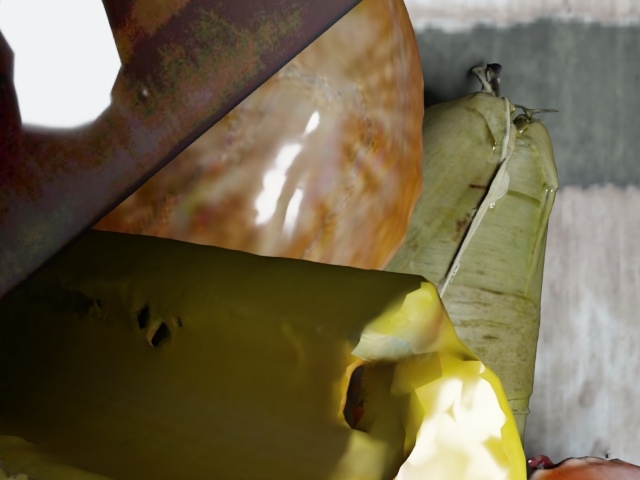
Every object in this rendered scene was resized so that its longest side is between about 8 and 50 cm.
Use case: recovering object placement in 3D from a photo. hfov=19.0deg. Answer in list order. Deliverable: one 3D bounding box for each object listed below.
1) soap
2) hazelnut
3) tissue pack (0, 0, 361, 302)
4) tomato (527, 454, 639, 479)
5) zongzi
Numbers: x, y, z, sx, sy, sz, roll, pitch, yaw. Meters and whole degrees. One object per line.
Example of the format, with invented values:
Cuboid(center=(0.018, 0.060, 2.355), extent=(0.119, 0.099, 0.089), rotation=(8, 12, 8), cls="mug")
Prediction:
Cuboid(center=(-0.049, 0.103, 0.519), extent=(0.096, 0.324, 0.204), rotation=(-32, 111, -26), cls="soap")
Cuboid(center=(-0.033, -0.040, 0.626), extent=(0.150, 0.150, 0.150), rotation=(-4, 96, -37), cls="hazelnut")
Cuboid(center=(-0.075, -0.152, 0.511), extent=(0.370, 0.210, 0.198), rotation=(-41, 127, -17), cls="tissue pack")
Cuboid(center=(0.093, 0.190, 0.710), extent=(0.199, 0.112, 0.228), rotation=(-47, 140, 2), cls="tomato")
Cuboid(center=(0.000, 0.000, 0.710), extent=(0.178, 0.081, 0.189), rotation=(12, 77, -20), cls="zongzi")
